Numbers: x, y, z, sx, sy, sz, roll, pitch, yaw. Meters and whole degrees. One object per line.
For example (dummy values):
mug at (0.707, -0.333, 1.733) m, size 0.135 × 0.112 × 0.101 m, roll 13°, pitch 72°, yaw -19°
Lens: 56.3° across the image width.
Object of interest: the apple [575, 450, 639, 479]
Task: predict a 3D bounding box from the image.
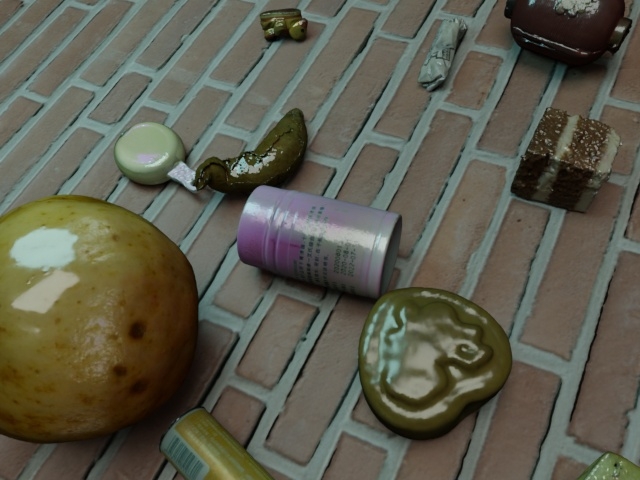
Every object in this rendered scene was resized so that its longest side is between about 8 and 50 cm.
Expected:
apple at (0.354, 0.419, 0.760) m, size 0.193 × 0.120 × 0.265 m, roll 43°, pitch 75°, yaw 13°

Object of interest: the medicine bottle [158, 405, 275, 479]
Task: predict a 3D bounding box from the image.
medicine bottle at (-0.057, 0.401, 0.827) m, size 0.426 × 0.108 × 0.108 m, roll 37°, pitch 70°, yaw 26°

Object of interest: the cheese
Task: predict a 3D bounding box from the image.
cheese at (-0.319, -0.160, 1.219) m, size 0.227 × 0.064 × 0.137 m, roll 31°, pitch 71°, yaw 24°

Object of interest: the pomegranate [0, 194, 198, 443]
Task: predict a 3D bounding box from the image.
pomegranate at (-0.389, 0.113, 0.872) m, size 0.410 × 0.410 × 0.410 m, roll -3°, pitch 59°, yaw 5°

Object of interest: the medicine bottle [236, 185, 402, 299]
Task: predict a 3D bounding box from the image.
medicine bottle at (0.000, 0.000, 1.031) m, size 0.254 × 0.152 × 0.152 m, roll 14°, pitch 62°, yaw 15°

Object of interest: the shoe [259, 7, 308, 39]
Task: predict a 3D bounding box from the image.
shoe at (-0.086, -0.503, 1.393) m, size 0.109 × 0.069 × 0.072 m, roll -5°, pitch 34°, yaw -6°

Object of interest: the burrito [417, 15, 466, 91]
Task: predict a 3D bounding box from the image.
burrito at (0.267, -0.413, 1.297) m, size 0.064 × 0.064 × 0.203 m, roll 18°, pitch 64°, yaw 17°

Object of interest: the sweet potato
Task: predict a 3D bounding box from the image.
sweet potato at (-0.110, -0.162, 1.177) m, size 0.124 × 0.098 × 0.310 m, roll 42°, pitch 62°, yaw 15°

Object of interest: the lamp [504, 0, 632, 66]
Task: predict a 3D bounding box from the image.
lamp at (0.496, -0.454, 1.226) m, size 0.258 × 0.180 × 0.180 m, roll 28°, pitch 67°, yaw 22°

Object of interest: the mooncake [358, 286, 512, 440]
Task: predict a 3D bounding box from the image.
mooncake at (0.163, 0.176, 0.929) m, size 0.235 × 0.117 × 0.234 m, roll -3°, pitch 62°, yaw 6°

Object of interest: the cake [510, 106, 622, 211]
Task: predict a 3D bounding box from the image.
cake at (0.439, -0.138, 1.072) m, size 0.147 × 0.135 × 0.134 m, roll 27°, pitch 65°, yaw 15°
